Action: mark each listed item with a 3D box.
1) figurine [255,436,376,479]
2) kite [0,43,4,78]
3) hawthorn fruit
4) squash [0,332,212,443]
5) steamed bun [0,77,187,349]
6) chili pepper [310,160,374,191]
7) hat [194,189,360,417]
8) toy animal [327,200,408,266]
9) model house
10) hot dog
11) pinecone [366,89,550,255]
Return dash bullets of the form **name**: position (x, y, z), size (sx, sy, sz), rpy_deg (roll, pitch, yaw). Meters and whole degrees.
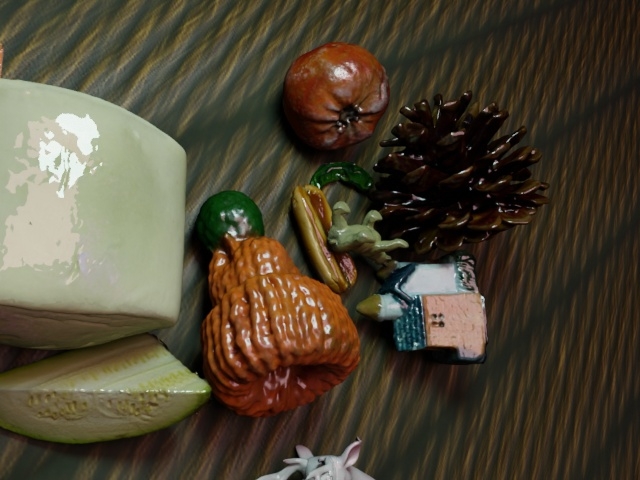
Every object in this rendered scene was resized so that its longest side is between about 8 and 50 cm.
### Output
- **figurine**: position (0.029, 0.490, 1.164), size (0.315, 0.206, 0.284), rpy_deg (43, 42, -10)
- **kite**: position (-0.652, -0.229, 1.048), size (0.328, 0.013, 0.377), rpy_deg (53, 49, -11)
- **hawthorn fruit**: position (0.022, -0.339, 1.468), size (0.241, 0.242, 0.272), rpy_deg (14, 33, -32)
- **squash**: position (-0.342, 0.260, 1.011), size (0.203, 0.111, 0.288), rpy_deg (31, 32, 34)
- **steamed bun**: position (-0.407, -0.034, 0.972), size (0.455, 0.290, 0.372), rpy_deg (10, 69, -34)
- **chili pepper**: position (0.045, -0.145, 1.510), size (0.182, 0.050, 0.073), rpy_deg (-7, 83, -36)
- **hat**: position (-0.123, 0.113, 1.212), size (0.285, 0.285, 0.400), rpy_deg (-2, 43, -37)
- **toy animal**: position (0.092, 0.000, 1.392), size (0.218, 0.101, 0.103), rpy_deg (10, 41, -48)
- **model house**: position (0.202, 0.146, 1.457), size (0.291, 0.184, 0.253), rpy_deg (4, 76, -21)
- **hot dog**: position (0.000, 0.000, 1.408), size (0.100, 0.068, 0.250), rpy_deg (-21, 88, -53)
- **pinecone**: position (0.291, -0.147, 1.470), size (0.397, 0.397, 0.398), rpy_deg (14, 65, -32)
